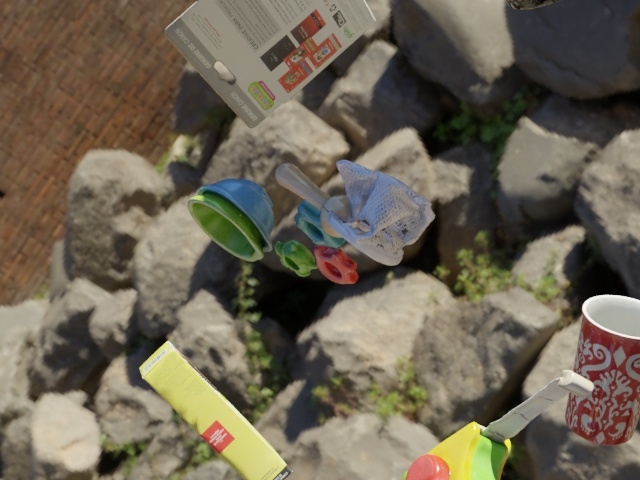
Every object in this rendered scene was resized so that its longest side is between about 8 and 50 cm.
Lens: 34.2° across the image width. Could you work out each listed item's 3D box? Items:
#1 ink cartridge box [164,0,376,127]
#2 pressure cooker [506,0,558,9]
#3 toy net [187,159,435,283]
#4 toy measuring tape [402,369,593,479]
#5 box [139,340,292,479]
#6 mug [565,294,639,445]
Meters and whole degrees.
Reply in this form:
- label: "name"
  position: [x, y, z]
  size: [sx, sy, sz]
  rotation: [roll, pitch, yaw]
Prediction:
- label: "ink cartridge box"
  position: [-0.098, -0.357, 1.567]
  size: [0.272, 0.309, 0.130]
  rotation: [-42, 59, 1]
- label: "pressure cooker"
  position: [0.218, -0.359, 0.718]
  size: [0.370, 0.420, 0.375]
  rotation: [-40, 15, -19]
- label: "toy net"
  position: [0.000, 0.000, 0.723]
  size: [0.045, 0.122, 0.232]
  rotation: [-49, 25, -22]
- label: "toy measuring tape"
  position: [0.199, 0.278, 1.236]
  size: [0.330, 0.121, 0.121]
  rotation: [-43, 23, 36]
- label: "box"
  position: [-0.140, 0.238, 1.382]
  size: [0.058, 0.232, 0.087]
  rotation: [-43, 12, -8]
- label: "mug"
  position: [0.393, 0.167, 1.365]
  size: [0.113, 0.150, 0.169]
  rotation: [24, 120, 34]
